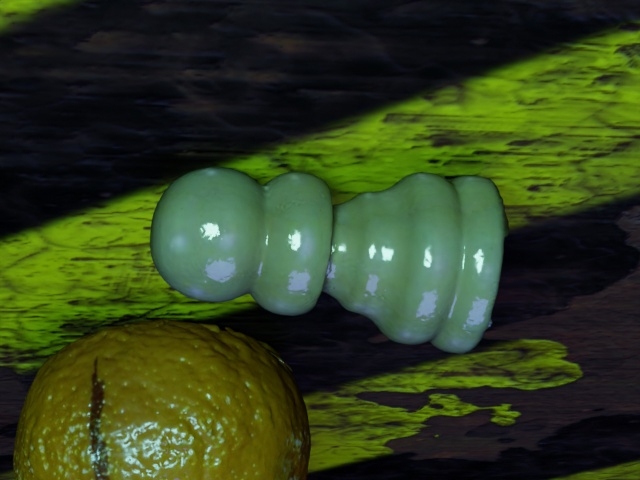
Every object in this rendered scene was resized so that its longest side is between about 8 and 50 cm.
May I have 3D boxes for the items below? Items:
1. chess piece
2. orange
[{"bbox_3d":[0.000,0.000,0.922,0.170,0.094,0.094,9,155,-12],"label":"chess piece"},{"bbox_3d":[-0.098,0.137,1.126,0.193,0.161,0.193,-7,155,-3],"label":"orange"}]
